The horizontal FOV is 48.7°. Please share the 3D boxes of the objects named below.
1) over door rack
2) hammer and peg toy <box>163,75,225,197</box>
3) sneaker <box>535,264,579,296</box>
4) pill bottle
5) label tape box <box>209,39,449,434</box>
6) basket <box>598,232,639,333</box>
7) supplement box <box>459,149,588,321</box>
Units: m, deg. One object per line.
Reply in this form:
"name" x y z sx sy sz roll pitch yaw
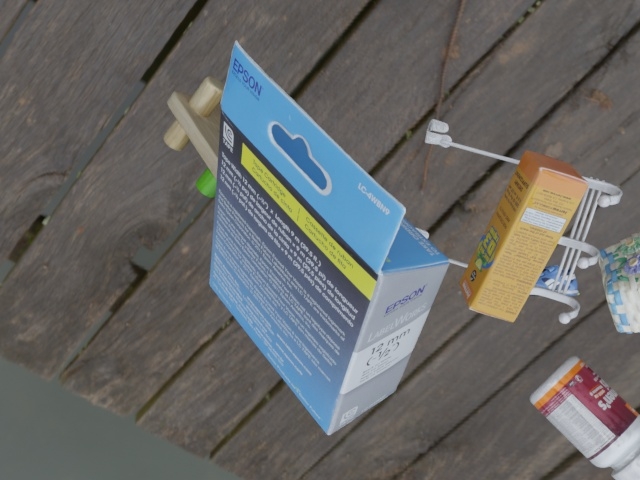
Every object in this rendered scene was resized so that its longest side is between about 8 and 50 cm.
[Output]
"over door rack" 0.280 -0.024 1.136 0.324 0.108 0.239 25 127 27
"hammer and peg toy" -0.056 -0.073 1.067 0.127 0.361 0.266 -47 153 24
"sneaker" 0.420 0.075 1.329 0.144 0.053 0.059 6 80 -22
"pill bottle" 0.494 0.323 1.260 0.221 0.121 0.121 46 117 20
"label tape box" 0.000 0.000 0.722 0.115 0.249 0.347 -24 146 -31
"basket" 0.787 0.084 1.580 0.289 0.254 0.201 -13 120 21
"supplement box" 0.281 -0.003 1.000 0.080 0.078 0.233 15 115 -9
